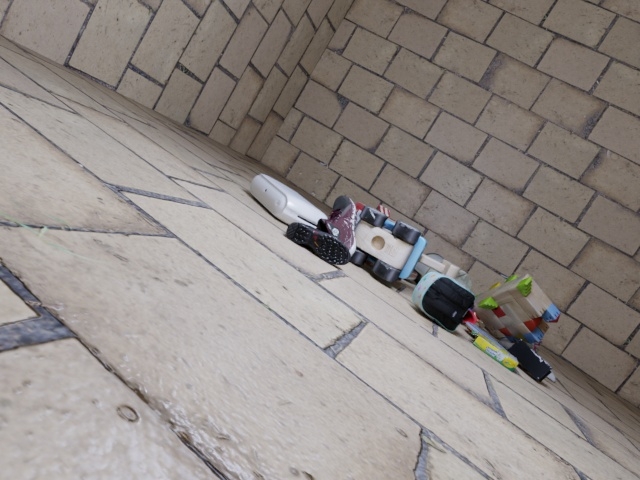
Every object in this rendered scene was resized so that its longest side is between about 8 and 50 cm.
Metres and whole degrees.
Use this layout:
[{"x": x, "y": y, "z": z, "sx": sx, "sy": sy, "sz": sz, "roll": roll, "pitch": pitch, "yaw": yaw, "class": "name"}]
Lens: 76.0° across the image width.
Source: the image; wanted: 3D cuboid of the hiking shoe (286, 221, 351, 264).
[{"x": 0.000, "y": 0.000, "z": 1.332, "sx": 0.226, "sy": 0.086, "sz": 0.114, "roll": 31, "pitch": 11, "yaw": -4, "class": "hiking shoe"}]

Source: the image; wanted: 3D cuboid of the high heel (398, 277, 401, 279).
[{"x": 0.364, "y": 0.117, "z": 1.926, "sx": 0.082, "sy": 0.117, "sz": 0.244, "roll": 36, "pitch": 9, "yaw": 27, "class": "high heel"}]

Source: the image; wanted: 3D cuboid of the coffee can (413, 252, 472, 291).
[{"x": 0.613, "y": 0.197, "z": 2.095, "sx": 0.201, "sy": 0.202, "sz": 0.275, "roll": 30, "pitch": 8, "yaw": -15, "class": "coffee can"}]

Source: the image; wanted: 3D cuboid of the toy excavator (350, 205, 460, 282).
[{"x": 0.357, "y": 0.046, "z": 1.705, "sx": 0.432, "sy": 0.223, "sz": 0.445, "roll": 29, "pitch": 11, "yaw": 21, "class": "toy excavator"}]

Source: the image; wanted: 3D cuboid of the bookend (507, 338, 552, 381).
[{"x": 0.843, "y": 0.487, "z": 1.617, "sx": 0.156, "sy": 0.072, "sz": 0.157, "roll": 37, "pitch": 11, "yaw": -39, "class": "bookend"}]

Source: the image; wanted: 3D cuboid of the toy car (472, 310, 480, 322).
[{"x": 0.909, "y": 0.380, "z": 2.227, "sx": 0.136, "sy": 0.182, "sz": 0.159, "roll": 11, "pitch": 39, "yaw": -51, "class": "toy car"}]

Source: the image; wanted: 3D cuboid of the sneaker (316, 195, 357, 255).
[{"x": 0.054, "y": -0.078, "z": 1.542, "sx": 0.162, "sy": 0.106, "sz": 0.282, "roll": 26, "pitch": 46, "yaw": -37, "class": "sneaker"}]

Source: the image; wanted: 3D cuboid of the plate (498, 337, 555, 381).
[{"x": 0.996, "y": 0.554, "z": 1.968, "sx": 0.278, "sy": 0.045, "sz": 0.277, "roll": 37, "pitch": 8, "yaw": 27, "class": "plate"}]

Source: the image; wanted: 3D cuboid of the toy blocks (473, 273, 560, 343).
[{"x": 0.815, "y": 0.309, "z": 1.692, "sx": 0.261, "sy": 0.190, "sz": 0.381, "roll": 52, "pitch": -29, "yaw": 8, "class": "toy blocks"}]

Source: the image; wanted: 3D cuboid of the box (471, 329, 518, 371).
[{"x": 0.625, "y": 0.396, "z": 1.492, "sx": 0.179, "sy": 0.043, "sz": 0.105, "roll": 38, "pitch": 9, "yaw": 21, "class": "box"}]

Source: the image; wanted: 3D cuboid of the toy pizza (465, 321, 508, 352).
[{"x": 0.663, "y": 0.399, "z": 1.644, "sx": 0.201, "sy": 0.032, "sz": 0.201, "roll": 36, "pitch": 7, "yaw": -5, "class": "toy pizza"}]

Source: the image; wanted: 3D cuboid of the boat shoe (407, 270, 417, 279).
[{"x": 0.371, "y": 0.092, "z": 2.110, "sx": 0.324, "sy": 0.117, "sz": 0.123, "roll": 32, "pitch": 8, "yaw": -5, "class": "boat shoe"}]

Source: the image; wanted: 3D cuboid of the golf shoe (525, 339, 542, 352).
[{"x": 0.930, "y": 0.397, "z": 1.872, "sx": 0.140, "sy": 0.115, "sz": 0.306, "roll": 8, "pitch": -45, "yaw": 45, "class": "golf shoe"}]

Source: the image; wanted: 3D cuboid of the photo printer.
[{"x": -0.117, "y": -0.133, "z": 1.629, "sx": 0.256, "sy": 0.107, "sz": 0.307, "roll": 26, "pitch": 10, "yaw": -43, "class": "photo printer"}]

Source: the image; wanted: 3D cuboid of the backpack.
[{"x": 0.420, "y": 0.200, "z": 1.441, "sx": 0.188, "sy": 0.166, "sz": 0.144, "roll": 32, "pitch": 6, "yaw": -23, "class": "backpack"}]

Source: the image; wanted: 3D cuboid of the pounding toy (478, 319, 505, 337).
[{"x": 0.900, "y": 0.444, "z": 2.087, "sx": 0.205, "sy": 0.094, "sz": 0.181, "roll": 0, "pitch": 24, "yaw": -6, "class": "pounding toy"}]

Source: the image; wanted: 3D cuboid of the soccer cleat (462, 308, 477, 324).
[{"x": 0.565, "y": 0.279, "z": 1.775, "sx": 0.318, "sy": 0.109, "sz": 0.116, "roll": 30, "pitch": 12, "yaw": -35, "class": "soccer cleat"}]

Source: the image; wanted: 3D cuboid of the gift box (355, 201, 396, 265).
[{"x": 0.246, "y": -0.039, "z": 1.946, "sx": 0.276, "sy": 0.255, "sz": 0.258, "roll": 40, "pitch": 13, "yaw": 28, "class": "gift box"}]
